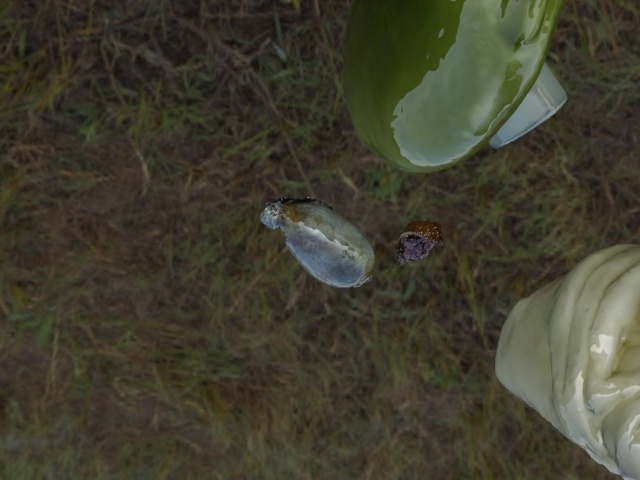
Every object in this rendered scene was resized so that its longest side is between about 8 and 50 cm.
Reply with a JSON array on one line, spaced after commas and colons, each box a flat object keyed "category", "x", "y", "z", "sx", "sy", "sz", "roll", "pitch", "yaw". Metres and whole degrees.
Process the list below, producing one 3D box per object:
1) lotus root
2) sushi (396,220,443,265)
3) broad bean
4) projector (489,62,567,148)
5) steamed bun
[{"category": "lotus root", "x": 0.002, "y": -0.002, "z": 1.136, "sx": 0.165, "sy": 0.088, "sz": 0.088, "roll": 37, "pitch": 134, "yaw": -8}, {"category": "sushi", "x": 0.129, "y": 0.004, "z": 1.236, "sx": 0.050, "sy": 0.047, "sz": 0.099, "roll": 31, "pitch": 150, "yaw": -5}, {"category": "broad bean", "x": 0.109, "y": -0.192, "z": 0.800, "sx": 0.119, "sy": 0.238, "sz": 0.291, "roll": 0, "pitch": 144, "yaw": -28}, {"category": "projector", "x": 0.142, "y": -0.266, "z": 1.039, "sx": 0.108, "sy": 0.108, "sz": 0.337, "roll": -31, "pitch": 100, "yaw": 35}, {"category": "steamed bun", "x": 0.314, "y": 0.115, "z": 0.717, "sx": 0.320, "sy": 0.275, "sz": 0.206, "roll": 30, "pitch": 94, "yaw": 0}]
